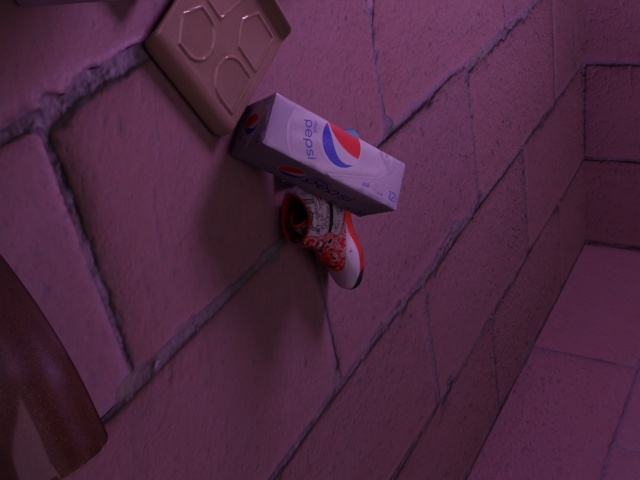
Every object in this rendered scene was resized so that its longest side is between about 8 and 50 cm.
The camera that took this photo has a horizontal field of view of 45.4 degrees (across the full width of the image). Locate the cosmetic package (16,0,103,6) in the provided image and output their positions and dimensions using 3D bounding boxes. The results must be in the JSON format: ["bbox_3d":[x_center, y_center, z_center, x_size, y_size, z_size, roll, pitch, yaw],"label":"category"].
[{"bbox_3d":[-0.141,-0.376,0.803,0.284,0.377,0.097,-60,142,-30],"label":"cosmetic package"}]

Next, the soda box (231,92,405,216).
[{"bbox_3d":[0.003,-0.133,1.260,0.286,0.098,0.091,24,71,-33],"label":"soda box"}]

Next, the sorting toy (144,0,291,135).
[{"bbox_3d":[-0.166,-0.329,1.101,0.229,0.041,0.307,-61,143,-20],"label":"sorting toy"}]

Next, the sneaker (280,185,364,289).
[{"bbox_3d":[-0.001,-0.001,1.404,0.145,0.090,0.270,-34,131,-38],"label":"sneaker"}]

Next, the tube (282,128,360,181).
[{"bbox_3d":[-0.006,-0.165,1.395,0.207,0.052,0.080,-22,110,-49],"label":"tube"}]

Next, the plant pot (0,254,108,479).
[{"bbox_3d":[-0.354,0.129,0.772,0.215,0.215,0.230,-24,102,-54],"label":"plant pot"}]
